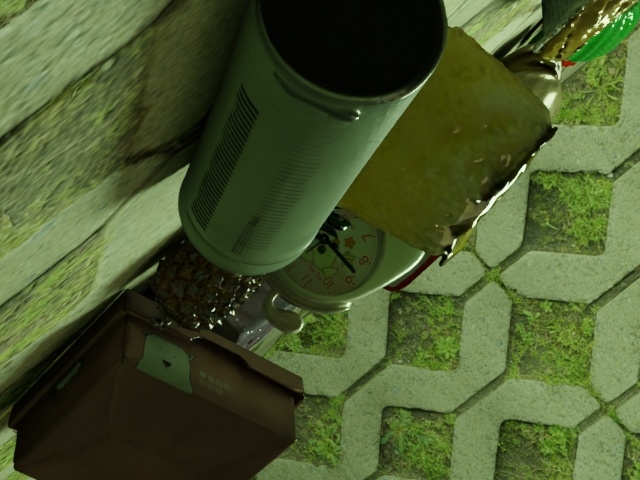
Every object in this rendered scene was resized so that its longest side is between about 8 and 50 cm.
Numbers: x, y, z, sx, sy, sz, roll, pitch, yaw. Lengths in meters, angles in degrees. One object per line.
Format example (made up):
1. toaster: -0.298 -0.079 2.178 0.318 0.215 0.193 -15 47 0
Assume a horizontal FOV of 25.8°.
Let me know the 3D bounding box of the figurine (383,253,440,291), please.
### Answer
1. figurine: 0.128 -0.086 1.720 0.183 0.160 0.226 -44 -177 43

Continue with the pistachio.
1. pistachio: 0.249 -0.184 1.874 0.206 0.131 0.129 127 -32 -48

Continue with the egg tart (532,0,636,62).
1. egg tart: 0.306 -0.285 1.481 0.234 0.094 0.234 -42 177 -3

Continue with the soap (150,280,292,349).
1. soap: -0.135 0.099 1.541 0.296 0.107 0.285 -42 177 32

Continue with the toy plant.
1. toy plant: 0.354 -0.286 1.908 0.154 0.088 0.240 -20 174 -39

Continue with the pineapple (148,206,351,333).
1. pineapple: -0.068 0.010 1.293 0.221 0.103 0.083 -40 -151 -12

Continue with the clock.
1. clock: 0.000 0.000 1.414 0.191 0.151 0.062 -35 -177 -19

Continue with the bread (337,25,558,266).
1. bread: 0.085 -0.085 1.175 0.197 0.170 0.197 -53 178 -2

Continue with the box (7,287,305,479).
1. box: -0.159 0.176 1.361 0.215 0.215 0.086 -43 -148 30

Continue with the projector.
1. projector: -0.019 -0.070 0.880 0.108 0.108 0.337 -38 175 -21
